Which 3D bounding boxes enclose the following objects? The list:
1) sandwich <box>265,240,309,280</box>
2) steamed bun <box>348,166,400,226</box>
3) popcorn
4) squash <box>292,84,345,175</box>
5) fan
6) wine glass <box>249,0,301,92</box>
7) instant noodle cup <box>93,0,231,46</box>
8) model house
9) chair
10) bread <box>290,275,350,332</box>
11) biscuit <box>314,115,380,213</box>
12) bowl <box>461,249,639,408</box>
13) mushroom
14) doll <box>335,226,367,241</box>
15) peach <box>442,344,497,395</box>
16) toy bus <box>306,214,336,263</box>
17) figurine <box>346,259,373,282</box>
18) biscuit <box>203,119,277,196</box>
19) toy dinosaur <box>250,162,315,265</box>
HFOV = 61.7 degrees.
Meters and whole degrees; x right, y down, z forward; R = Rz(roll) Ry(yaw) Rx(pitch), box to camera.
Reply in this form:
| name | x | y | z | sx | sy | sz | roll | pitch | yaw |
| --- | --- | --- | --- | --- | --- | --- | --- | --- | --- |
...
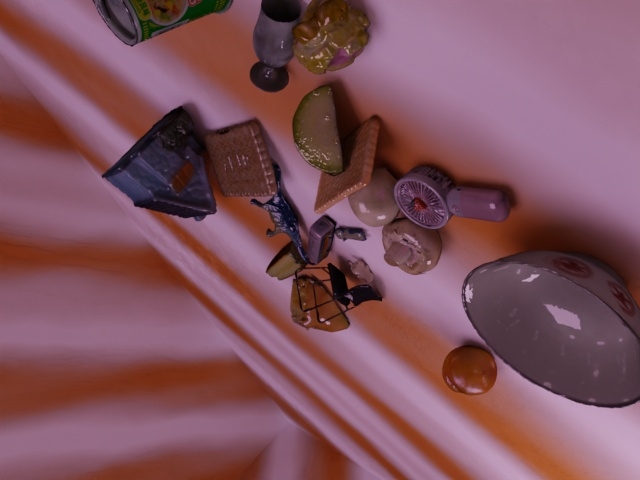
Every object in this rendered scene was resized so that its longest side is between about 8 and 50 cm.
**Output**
| name | x | y | z | sx | sy | sz | roll | pitch | yaw |
| --- | --- | --- | --- | --- | --- | --- | --- | --- | --- |
| sandwich | -0.102 | 0.068 | 1.796 | 0.090 | 0.088 | 0.244 | 41 | 152 | -8 |
| steamed bun | 0.119 | -0.093 | 1.165 | 0.091 | 0.113 | 0.129 | -151 | 45 | -80 |
| popcorn | 0.015 | -0.359 | 0.946 | 0.126 | 0.125 | 0.145 | 48 | 166 | -25 |
| squash | -0.028 | -0.229 | 1.160 | 0.184 | 0.085 | 0.191 | -163 | 63 | -67 |
| fan | 0.253 | -0.079 | 1.048 | 0.244 | 0.074 | 0.130 | 13 | 138 | 47 |
| wine glass | -0.092 | -0.398 | 1.086 | 0.093 | 0.093 | 0.202 | 43 | 154 | 6 |
| instant noodle cup | -0.336 | -0.520 | 1.113 | 0.207 | 0.233 | 0.207 | 36 | 154 | 21 |
| model house | -0.459 | -0.202 | 1.742 | 0.339 | 0.297 | 0.360 | 48 | 156 | -22 |
| chair | 0.058 | 0.140 | 1.604 | 0.140 | 0.221 | 0.145 | 44 | -148 | -57 |
| bread | -0.030 | 0.253 | 1.896 | 0.174 | 0.133 | 0.251 | 3 | 132 | 58 |
| biscuit | 0.054 | -0.155 | 1.169 | 0.030 | 0.160 | 0.250 | 17 | 161 | -19 |
| bowl | 0.439 | 0.122 | 0.962 | 0.337 | 0.157 | 0.337 | 36 | 152 | 23 |
| mushroom | 0.199 | 0.012 | 1.209 | 0.154 | 0.123 | 0.154 | 41 | 155 | 23 |
| doll | 0.082 | -0.016 | 1.452 | 0.125 | 0.027 | 0.037 | 7 | 127 | 53 |
| peach | 0.384 | 0.340 | 1.400 | 0.138 | 0.138 | 0.138 | 35 | 153 | 22 |
| toy bus | 0.000 | 0.000 | 1.552 | 0.057 | 0.072 | 0.172 | 42 | 154 | 19 |
| figurine | 0.114 | 0.086 | 1.545 | 0.083 | 0.047 | 0.051 | 49 | 170 | -23 |
| biscuit | -0.235 | -0.230 | 1.559 | 0.325 | 0.044 | 0.216 | 4 | 116 | 55 |
| toy dinosaur | -0.116 | -0.071 | 1.619 | 0.147 | 0.076 | 0.362 | 2 | 126 | 40 |
